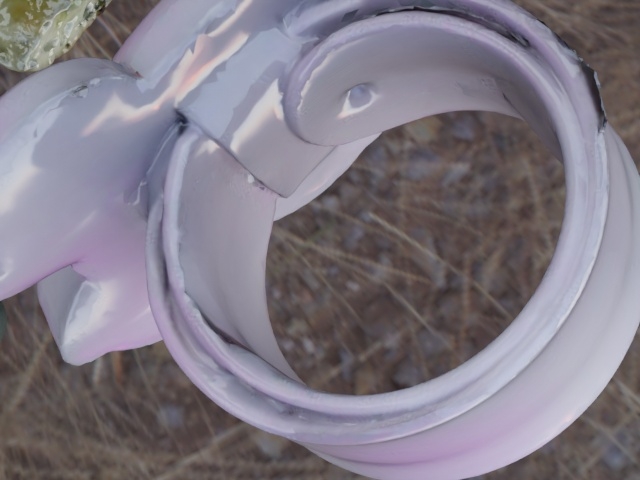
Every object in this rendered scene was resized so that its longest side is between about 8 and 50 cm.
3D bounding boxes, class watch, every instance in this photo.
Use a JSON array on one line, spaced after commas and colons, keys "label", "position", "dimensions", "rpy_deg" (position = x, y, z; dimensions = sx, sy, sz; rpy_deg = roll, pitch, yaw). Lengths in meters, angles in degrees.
[{"label": "watch", "position": [0.000, 0.000, 0.698], "dimensions": [0.248, 0.217, 0.211], "rpy_deg": [-44, 154, 2]}]

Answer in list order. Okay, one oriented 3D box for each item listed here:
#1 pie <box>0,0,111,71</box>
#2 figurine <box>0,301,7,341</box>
[{"label": "pie", "position": [-0.152, -0.242, 1.182], "dimensions": [0.338, 0.337, 0.075], "rpy_deg": [-20, 137, -10]}, {"label": "figurine", "position": [-0.230, 0.037, 0.814], "dimensions": [0.192, 0.126, 0.147], "rpy_deg": [-38, 164, -39]}]
